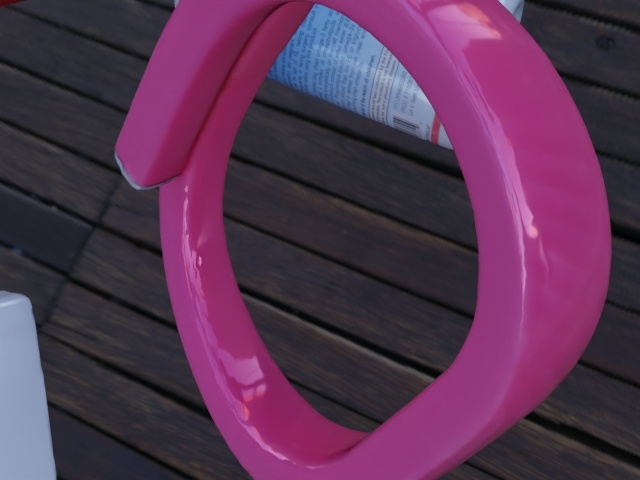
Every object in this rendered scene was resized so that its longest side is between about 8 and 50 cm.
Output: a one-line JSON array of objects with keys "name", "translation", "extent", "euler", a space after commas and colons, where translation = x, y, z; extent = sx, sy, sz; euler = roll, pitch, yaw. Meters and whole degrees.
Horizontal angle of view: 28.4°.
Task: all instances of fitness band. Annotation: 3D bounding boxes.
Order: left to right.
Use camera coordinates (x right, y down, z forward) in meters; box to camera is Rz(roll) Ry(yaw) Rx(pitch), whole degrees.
[{"name": "fitness band", "translation": [0.000, 0.000, 0.512], "extent": [0.054, 0.291, 0.209], "euler": [-21, 73, -32]}]

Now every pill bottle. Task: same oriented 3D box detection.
[{"name": "pill bottle", "translation": [0.013, -0.112, 0.631], "extent": [0.160, 0.087, 0.087], "euler": [22, 81, 10]}]

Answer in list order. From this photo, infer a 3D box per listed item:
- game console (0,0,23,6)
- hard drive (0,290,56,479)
[{"name": "game console", "translation": [-0.151, -0.172, 0.589], "extent": [0.124, 0.144, 0.085], "euler": [34, 53, -11]}, {"name": "hard drive", "translation": [-0.274, 0.169, 0.534], "extent": [0.047, 0.353, 0.233], "euler": [4, 103, 49]}]
